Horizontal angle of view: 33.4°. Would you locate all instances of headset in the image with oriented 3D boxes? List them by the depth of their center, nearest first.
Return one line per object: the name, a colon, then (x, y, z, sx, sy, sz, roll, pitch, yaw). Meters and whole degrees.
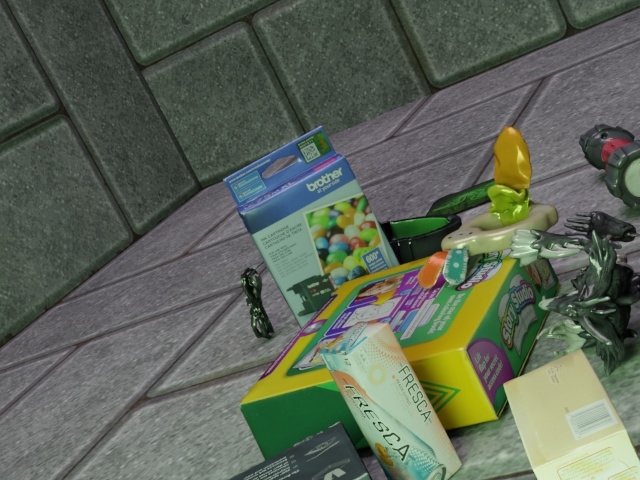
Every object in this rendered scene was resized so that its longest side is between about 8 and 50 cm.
headset: (0.059, 0.049, 1.846, 0.395, 0.185, 0.243, -12, 8, -1)

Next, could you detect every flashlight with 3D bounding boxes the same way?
flashlight: (0.476, -0.128, 1.692, 0.103, 0.103, 0.304, -28, 14, 8)

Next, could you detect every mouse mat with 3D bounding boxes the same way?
mouse mat: (0.294, -0.085, 2.101, 0.190, 0.007, 0.152, -20, 14, 24)

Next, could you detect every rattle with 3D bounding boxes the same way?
rattle: (0.200, -0.040, 1.369, 0.200, 0.142, 0.130, -20, 30, -18)

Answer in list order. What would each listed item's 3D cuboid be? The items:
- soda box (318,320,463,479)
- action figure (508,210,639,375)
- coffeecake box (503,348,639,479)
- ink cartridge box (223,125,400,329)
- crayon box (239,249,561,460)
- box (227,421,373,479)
soda box: (0.073, 0.174, 1.103, 0.063, 0.183, 0.058, -35, 15, -27)
action figure: (0.297, 0.055, 1.215, 0.141, 0.164, 0.276, -9, 9, 24)
coffeecake box: (0.206, 0.193, 0.757, 0.068, 0.185, 0.142, -25, 13, 8)
ink cartridge box: (0.000, 0.000, 1.656, 0.186, 0.311, 0.065, -29, 12, -4)
crayon box: (0.114, 0.131, 1.373, 0.313, 0.106, 0.363, -17, 15, 30)
box: (-0.016, 0.279, 1.074, 0.156, 0.093, 0.158, -27, 12, -3)
